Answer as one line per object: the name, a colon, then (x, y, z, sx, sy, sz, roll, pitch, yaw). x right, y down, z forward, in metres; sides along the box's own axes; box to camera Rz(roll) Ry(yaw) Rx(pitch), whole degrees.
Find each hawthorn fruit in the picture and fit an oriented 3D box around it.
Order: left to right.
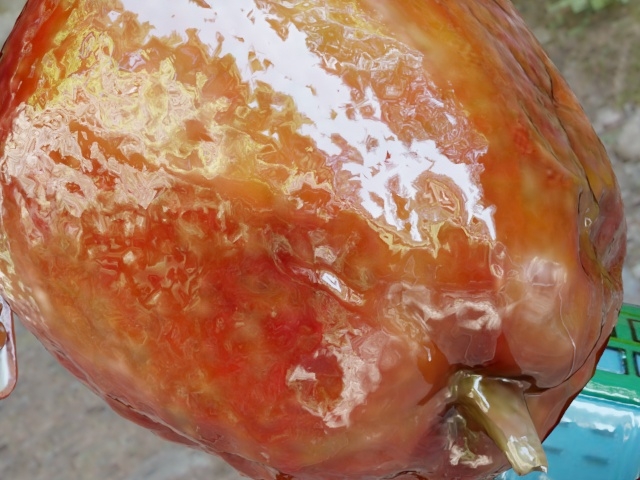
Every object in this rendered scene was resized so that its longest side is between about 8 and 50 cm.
hawthorn fruit: (-0.005, -0.009, 0.435, 0.173, 0.179, 0.173, -44, -5, -5)

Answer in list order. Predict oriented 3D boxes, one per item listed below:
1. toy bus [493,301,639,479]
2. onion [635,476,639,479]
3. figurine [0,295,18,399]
toy bus: (0.209, 0.146, 1.155, 0.344, 0.183, 0.199, 11, 18, -2)
onion: (0.251, 0.213, 0.947, 0.216, 0.206, 0.207, -35, 34, -28)
figurine: (-0.356, 0.050, 1.287, 0.183, 0.160, 0.226, -7, -12, -5)
